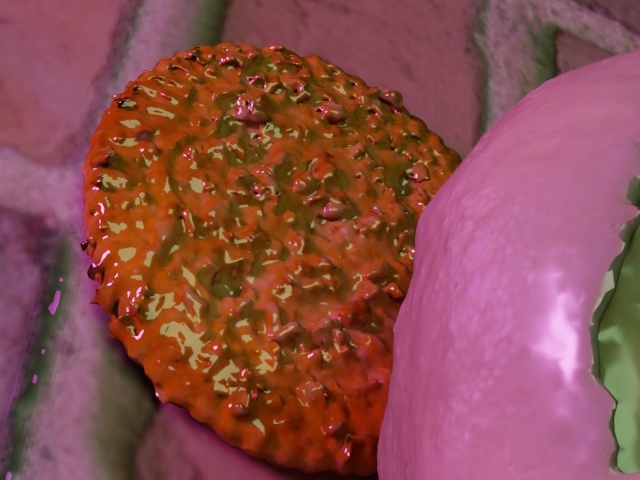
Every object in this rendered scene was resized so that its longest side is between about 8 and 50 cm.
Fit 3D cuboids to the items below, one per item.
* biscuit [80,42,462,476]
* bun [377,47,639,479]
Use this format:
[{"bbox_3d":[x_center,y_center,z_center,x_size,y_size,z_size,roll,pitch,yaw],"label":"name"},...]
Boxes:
[{"bbox_3d":[0.000,0.000,0.682,0.254,0.035,0.254,18,49,-22],"label":"biscuit"},{"bbox_3d":[0.148,0.103,0.577,0.364,0.202,0.364,19,62,-43],"label":"bun"}]
